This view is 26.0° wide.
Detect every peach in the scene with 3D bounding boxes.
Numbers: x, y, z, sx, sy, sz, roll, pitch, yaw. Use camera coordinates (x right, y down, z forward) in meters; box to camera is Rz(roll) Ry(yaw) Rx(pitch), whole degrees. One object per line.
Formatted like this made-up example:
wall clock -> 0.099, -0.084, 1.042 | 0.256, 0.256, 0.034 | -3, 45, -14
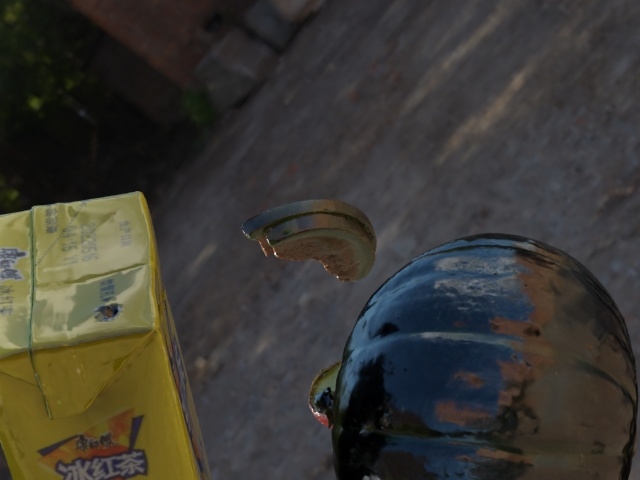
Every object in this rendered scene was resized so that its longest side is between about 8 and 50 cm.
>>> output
peach -> 0.029, 0.161, 1.394 | 0.077, 0.050, 0.083 | -28, 24, -3

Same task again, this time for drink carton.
drink carton -> -0.128, 0.156, 0.900 | 0.111, 0.351, 0.154 | -11, 35, -3

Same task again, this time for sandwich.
sandwich -> 0.000, -0.001, 1.099 | 0.067, 0.135, 0.029 | -45, 52, 32

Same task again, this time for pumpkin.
pumpkin -> 0.098, 0.114, 0.886 | 0.216, 0.250, 0.250 | 3, 42, 25
